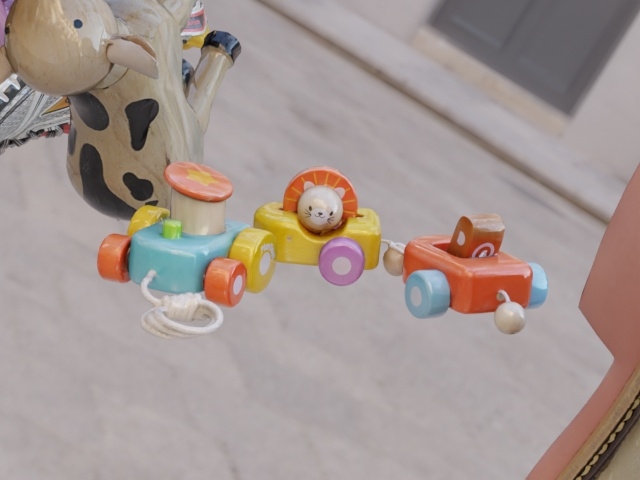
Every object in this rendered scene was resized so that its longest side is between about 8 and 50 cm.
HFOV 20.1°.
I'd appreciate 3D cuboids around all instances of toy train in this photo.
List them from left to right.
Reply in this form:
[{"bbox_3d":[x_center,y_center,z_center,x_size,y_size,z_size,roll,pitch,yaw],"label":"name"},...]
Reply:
[{"bbox_3d":[0.000,0.000,0.697,0.166,0.046,0.125,-2,17,-27],"label":"toy train"}]

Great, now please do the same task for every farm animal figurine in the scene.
[{"bbox_3d":[-0.149,-0.156,0.727,0.330,0.327,0.172,34,46,-11],"label":"farm animal figurine"}]

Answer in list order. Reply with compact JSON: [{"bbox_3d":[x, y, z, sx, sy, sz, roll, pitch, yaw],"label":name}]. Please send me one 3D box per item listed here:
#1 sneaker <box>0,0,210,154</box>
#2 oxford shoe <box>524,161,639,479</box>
[{"bbox_3d":[-0.159,-0.094,1.122,0.093,0.225,0.088,52,-14,-17],"label":"sneaker"},{"bbox_3d":[0.157,0.102,0.643,0.140,0.397,0.146,-34,58,-30],"label":"oxford shoe"}]
